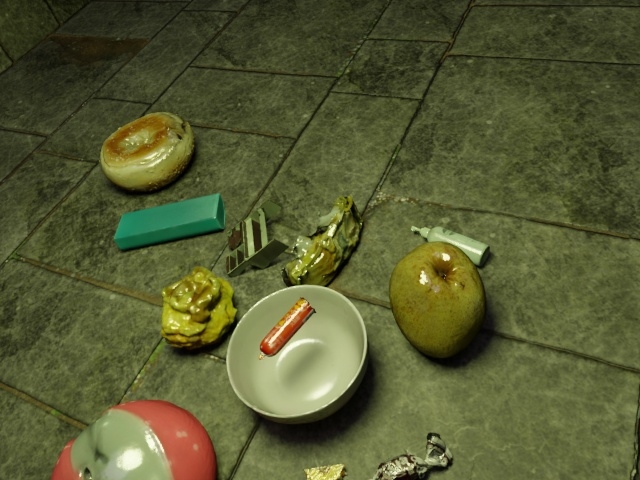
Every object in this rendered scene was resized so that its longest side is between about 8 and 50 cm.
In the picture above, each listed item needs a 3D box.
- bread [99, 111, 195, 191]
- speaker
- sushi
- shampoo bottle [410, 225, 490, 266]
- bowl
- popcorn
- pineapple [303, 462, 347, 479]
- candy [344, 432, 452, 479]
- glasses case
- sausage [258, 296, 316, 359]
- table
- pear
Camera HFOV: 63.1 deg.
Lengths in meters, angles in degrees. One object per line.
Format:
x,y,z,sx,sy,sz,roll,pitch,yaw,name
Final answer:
-0.532,-0.271,1.637,0.306,0.158,0.305,-10,47,11,bread
-0.338,0.440,0.978,0.295,0.294,0.294,-8,49,9,speaker
0.006,0.001,1.276,0.131,0.139,0.291,21,60,38,sushi
0.301,0.002,1.243,0.195,0.056,0.056,24,61,30,shampoo bottle
-0.036,0.248,1.073,0.287,0.143,0.286,-8,49,9,bowl
-0.295,0.159,1.217,0.198,0.155,0.197,-16,50,19,popcorn
0.009,0.447,0.978,0.083,0.019,0.045,-12,43,6,pineapple
0.132,0.417,0.929,0.227,0.093,0.051,-22,30,-10,candy
-0.424,-0.049,1.486,0.301,0.070,0.117,-12,43,8,glasses case
-0.072,0.176,1.020,0.050,0.048,0.145,27,65,38,sausage
-0.170,0.001,1.365,0.175,0.063,0.146,-38,43,27,table
0.236,0.115,1.063,0.189,0.211,0.228,-14,50,2,pear
